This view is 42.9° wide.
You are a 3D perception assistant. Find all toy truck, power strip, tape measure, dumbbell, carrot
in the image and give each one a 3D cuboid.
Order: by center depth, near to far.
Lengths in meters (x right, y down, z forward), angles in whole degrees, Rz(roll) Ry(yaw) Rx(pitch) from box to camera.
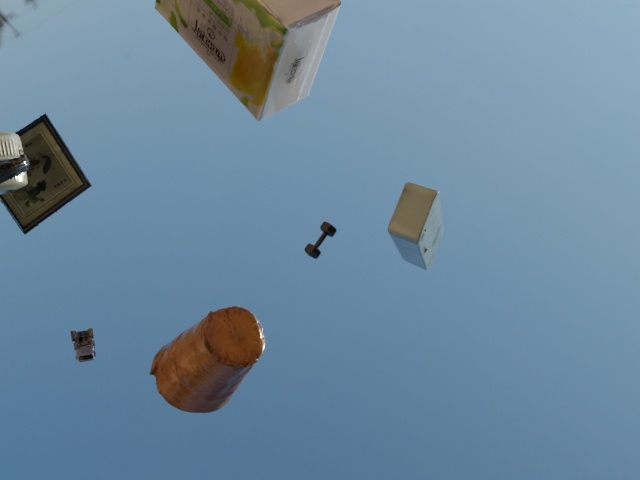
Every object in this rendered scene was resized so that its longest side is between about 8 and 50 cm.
[{"bbox_3d":[-0.652,-0.113,1.410,0.231,0.133,0.271,-6,-177,35],"label":"tape measure"},{"bbox_3d":[0.172,-0.016,1.422,0.062,0.385,0.091,22,-95,12],"label":"power strip"},{"bbox_3d":[-0.420,0.187,1.446,0.039,0.044,0.083,-8,-159,-19],"label":"toy truck"},{"bbox_3d":[-0.228,0.233,1.705,0.254,0.196,0.196,-51,-163,47],"label":"carrot"},{"bbox_3d":[0.000,0.000,1.760,0.083,0.036,0.040,-54,175,-5],"label":"dumbbell"}]

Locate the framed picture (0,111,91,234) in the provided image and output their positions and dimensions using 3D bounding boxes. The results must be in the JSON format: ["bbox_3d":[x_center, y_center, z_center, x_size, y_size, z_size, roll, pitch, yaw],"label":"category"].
[{"bbox_3d":[-0.626,-0.145,1.786,0.010,0.199,0.195,9,-136,48],"label":"framed picture"}]

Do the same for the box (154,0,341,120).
[{"bbox_3d":[-0.111,-0.332,1.154,0.111,0.260,0.194,-36,164,-31],"label":"box"}]
